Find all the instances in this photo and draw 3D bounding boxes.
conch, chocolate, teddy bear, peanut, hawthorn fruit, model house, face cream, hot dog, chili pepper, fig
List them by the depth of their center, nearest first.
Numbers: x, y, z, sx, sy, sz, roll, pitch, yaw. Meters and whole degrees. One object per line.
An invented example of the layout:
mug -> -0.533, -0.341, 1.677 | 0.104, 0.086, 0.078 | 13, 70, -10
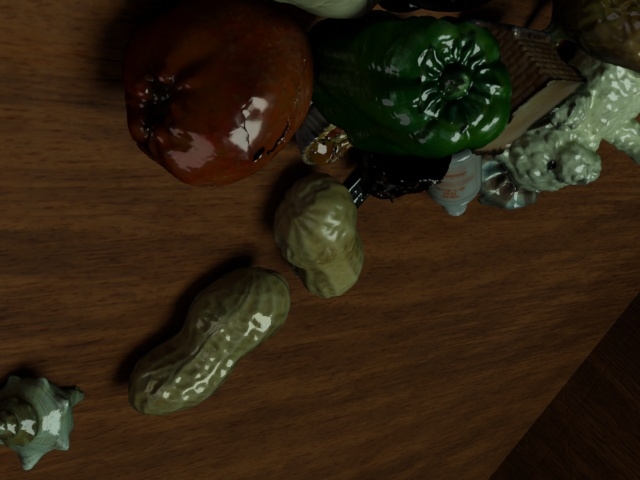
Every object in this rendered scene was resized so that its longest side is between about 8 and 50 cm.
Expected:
hawthorn fruit -> -0.098, -0.188, 1.568 | 0.299, 0.211, 0.211 | -43, 164, -54
chili pepper -> 0.089, -0.185, 1.618 | 0.213, 0.385, 0.167 | 4, 101, -19
conch -> -0.395, 0.256, 1.893 | 0.137, 0.114, 0.234 | -28, 159, -4
hot dog -> 0.063, -0.202, 1.934 | 0.253, 0.069, 0.131 | -44, 156, 2
peanut -> -0.170, 0.152, 2.068 | 0.298, 0.120, 0.136 | -45, 132, 3
chocolate -> 0.104, -0.117, 2.076 | 0.156, 0.156, 0.133 | -27, 169, -34
model house -> 0.266, -0.247, 2.080 | 0.183, 0.172, 0.166 | -42, 165, 26
peanut -> 0.000, 0.000, 2.084 | 0.130, 0.130, 0.290 | -40, 155, -11
fig -> 0.423, -0.365, 2.121 | 0.369, 0.286, 0.286 | -22, 168, 31
face cream -> 0.216, -0.110, 2.276 | 0.101, 0.101, 0.251 | -39, 155, -13
teddy bear -> 0.478, -0.162, 2.354 | 0.327, 0.375, 0.362 | 24, 95, -51

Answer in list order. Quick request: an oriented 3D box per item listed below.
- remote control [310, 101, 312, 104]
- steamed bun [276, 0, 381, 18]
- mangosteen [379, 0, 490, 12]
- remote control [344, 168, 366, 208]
remote control -> -0.074, -0.205, 1.776 | 0.077, 0.022, 0.245 | -53, 154, 13
steamed bun -> 0.004, -0.386, 1.404 | 0.320, 0.206, 0.275 | -64, 166, 25
mangosteen -> 0.146, -0.373, 1.652 | 0.243, 0.243, 0.243 | -35, 154, -20
remote control -> 0.096, -0.126, 2.156 | 0.245, 0.025, 0.063 | -49, 154, 10
